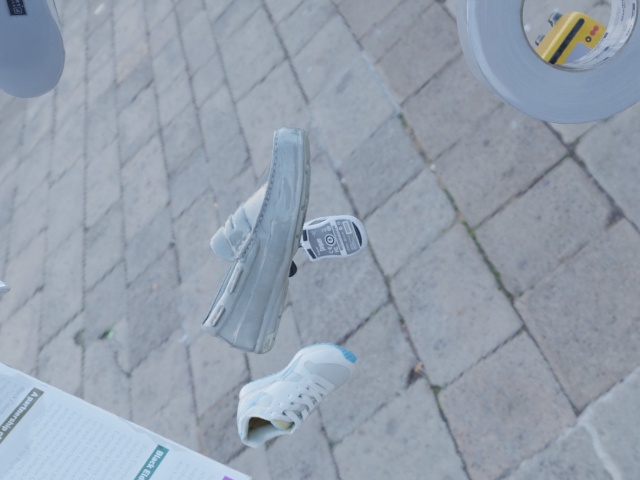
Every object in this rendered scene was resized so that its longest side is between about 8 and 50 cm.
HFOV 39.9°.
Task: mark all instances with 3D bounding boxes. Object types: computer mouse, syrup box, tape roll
[{"bbox_3d":[0.000,0.000,1.405,0.193,0.106,0.042,-10,14,34],"label":"computer mouse"},{"bbox_3d":[-0.162,0.162,0.550,0.237,0.093,0.096,21,49,18],"label":"syrup box"},{"bbox_3d":[0.249,-0.230,0.884,0.219,0.219,0.072,-46,11,10],"label":"tape roll"}]

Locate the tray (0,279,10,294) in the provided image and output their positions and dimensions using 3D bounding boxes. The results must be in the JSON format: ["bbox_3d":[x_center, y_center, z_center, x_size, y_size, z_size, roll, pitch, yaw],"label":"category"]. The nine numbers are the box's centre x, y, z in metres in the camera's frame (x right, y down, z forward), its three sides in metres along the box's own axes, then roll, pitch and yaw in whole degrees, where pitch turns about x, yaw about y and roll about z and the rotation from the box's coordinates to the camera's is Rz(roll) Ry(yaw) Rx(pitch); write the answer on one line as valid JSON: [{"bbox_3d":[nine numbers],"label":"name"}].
[{"bbox_3d":[-0.377,0.004,0.656,0.270,0.145,0.030,21,99,27],"label":"tray"}]

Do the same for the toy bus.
[{"bbox_3d":[0.379,-0.263,1.375,0.108,0.130,0.333,-56,-5,6],"label":"toy bus"}]

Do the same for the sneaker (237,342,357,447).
[{"bbox_3d":[-0.033,0.232,1.307,0.229,0.087,0.092,-37,31,30],"label":"sneaker"}]

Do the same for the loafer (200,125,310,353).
[{"bbox_3d":[-0.083,0.003,1.114,0.112,0.112,0.319,-82,5,-65],"label":"loafer"}]

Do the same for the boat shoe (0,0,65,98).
[{"bbox_3d":[-0.327,-0.267,0.957,0.258,0.095,0.084,110,154,-51],"label":"boat shoe"}]
